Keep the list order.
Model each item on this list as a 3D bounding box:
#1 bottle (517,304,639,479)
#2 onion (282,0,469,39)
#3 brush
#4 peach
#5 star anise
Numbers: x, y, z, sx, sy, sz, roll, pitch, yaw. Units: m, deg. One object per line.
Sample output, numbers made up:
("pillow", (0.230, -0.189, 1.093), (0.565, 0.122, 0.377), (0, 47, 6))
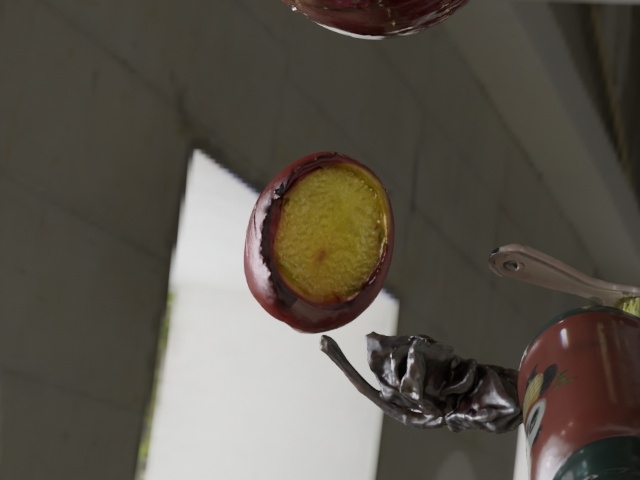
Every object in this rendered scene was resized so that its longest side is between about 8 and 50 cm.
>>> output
("bottle", (0.236, 0.170, 1.247), (0.336, 0.144, 0.144), (-73, -17, -73))
("onion", (0.021, -0.360, 1.479), (0.353, 0.353, 0.354), (5, -90, -71))
("brush", (0.339, 0.079, 1.776), (0.072, 0.313, 0.067), (114, 174, -48))
("peach", (0.000, 0.000, 1.882), (0.196, 0.190, 0.226), (-28, -29, -40))
("star anise", (0.118, 0.145, 1.535), (0.209, 0.231, 0.089), (34, -113, -50))
